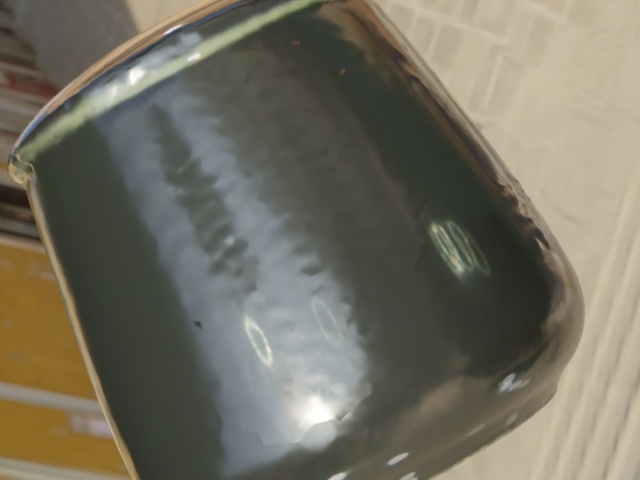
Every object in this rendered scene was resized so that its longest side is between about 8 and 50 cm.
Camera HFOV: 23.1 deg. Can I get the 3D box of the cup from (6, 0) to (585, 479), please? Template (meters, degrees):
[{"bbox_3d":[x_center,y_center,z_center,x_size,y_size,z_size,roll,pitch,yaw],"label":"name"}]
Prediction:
[{"bbox_3d":[0.000,0.000,0.570,0.169,0.223,0.177,-33,86,32],"label":"cup"}]
